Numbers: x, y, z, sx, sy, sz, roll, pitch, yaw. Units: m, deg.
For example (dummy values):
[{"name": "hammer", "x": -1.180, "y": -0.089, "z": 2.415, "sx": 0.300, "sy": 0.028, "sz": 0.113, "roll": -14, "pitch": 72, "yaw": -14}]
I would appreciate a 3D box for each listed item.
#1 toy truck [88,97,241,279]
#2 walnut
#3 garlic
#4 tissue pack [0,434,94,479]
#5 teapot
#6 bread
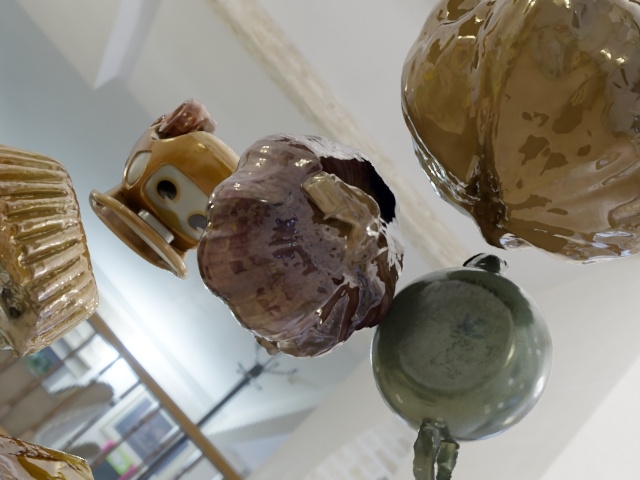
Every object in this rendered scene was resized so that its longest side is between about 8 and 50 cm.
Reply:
[{"name": "toy truck", "x": -0.221, "y": -0.076, "z": 1.454, "sx": 0.204, "sy": 0.212, "sz": 0.288, "roll": 45, "pitch": -19, "yaw": -20}, {"name": "walnut", "x": 0.280, "y": -0.159, "z": 0.977, "sx": 0.383, "sy": 0.383, "sz": 0.384, "roll": 36, "pitch": -28, "yaw": 24}, {"name": "garlic", "x": 0.000, "y": 0.000, "z": 0.949, "sx": 0.160, "sy": 0.245, "sz": 0.245, "roll": -10, "pitch": -61, "yaw": 46}, {"name": "tissue pack", "x": -0.263, "y": 0.190, "z": 0.626, "sx": 0.226, "sy": 0.092, "sz": 0.183, "roll": 25, "pitch": 1, "yaw": -26}, {"name": "teapot", "x": 0.151, "y": 0.125, "z": 0.996, "sx": 0.193, "sy": 0.295, "sz": 0.129, "roll": 8, "pitch": -25, "yaw": 25}, {"name": "bread", "x": -0.367, "y": 0.000, "z": 1.144, "sx": 0.274, "sy": 0.149, "sz": 0.274, "roll": 48, "pitch": -30, "yaw": 41}]
